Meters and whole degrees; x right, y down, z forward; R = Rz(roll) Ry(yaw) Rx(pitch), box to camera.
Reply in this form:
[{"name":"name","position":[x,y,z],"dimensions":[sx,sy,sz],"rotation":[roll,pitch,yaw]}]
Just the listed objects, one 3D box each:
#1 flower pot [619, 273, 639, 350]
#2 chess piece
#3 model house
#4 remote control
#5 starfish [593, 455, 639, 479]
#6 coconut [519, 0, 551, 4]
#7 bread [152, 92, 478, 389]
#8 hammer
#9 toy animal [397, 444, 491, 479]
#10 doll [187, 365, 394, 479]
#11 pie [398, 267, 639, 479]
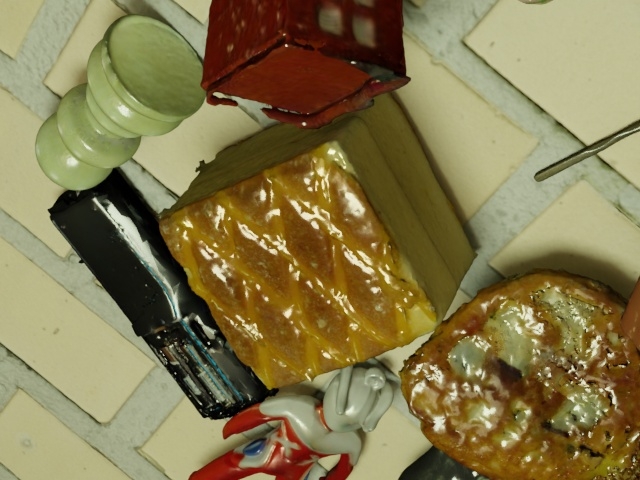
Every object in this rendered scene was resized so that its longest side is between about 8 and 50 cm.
[{"name":"flower pot","position":[0.444,0.045,1.422],"dimensions":[0.190,0.190,0.173],"rotation":[19,113,12]},{"name":"chess piece","position":[-0.269,-0.155,1.635],"dimensions":[0.144,0.144,0.251],"rotation":[47,132,-8]},{"name":"model house","position":[-0.017,-0.270,1.375],"dimensions":[0.196,0.160,0.254],"rotation":[-21,66,55]},{"name":"remote control","position":[-0.221,0.088,1.795],"dimensions":[0.144,0.062,0.399],"rotation":[-27,107,33]},{"name":"starfish","position":[0.378,0.291,1.631],"dimensions":[0.240,0.043,0.227],"rotation":[12,109,-14]},{"name":"coconut","position":[0.228,-0.286,1.364],"dimensions":[0.081,0.083,0.082],"rotation":[33,139,-23]},{"name":"bread","position":[0.000,0.000,1.557],"dimensions":[0.279,0.207,0.279],"rotation":[-18,109,30]},{"name":"hammer","position":[0.357,-0.126,1.441],"dimensions":[0.292,0.029,0.058],"rotation":[-28,103,36]},{"name":"toy animal","position":[0.215,0.271,1.696],"dimensions":[0.168,0.106,0.343],"rotation":[30,121,13]},{"name":"doll","position":[-0.032,0.283,1.813],"dimensions":[0.188,0.099,0.384],"rotation":[32,131,-19]},{"name":"pie","position":[0.259,0.164,1.550],"dimensions":[0.308,0.085,0.308],"rotation":[1,96,5]}]
